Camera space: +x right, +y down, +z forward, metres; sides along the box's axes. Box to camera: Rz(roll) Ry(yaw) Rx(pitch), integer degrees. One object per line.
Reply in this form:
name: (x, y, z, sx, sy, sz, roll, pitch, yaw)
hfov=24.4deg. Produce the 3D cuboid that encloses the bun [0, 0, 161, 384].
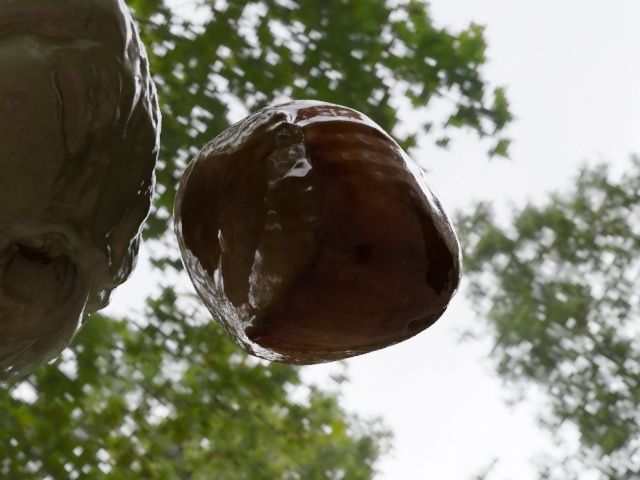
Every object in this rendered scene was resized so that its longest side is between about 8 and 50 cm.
bun: (-0.169, -0.032, 0.747, 0.244, 0.153, 0.243, -33, -37, -30)

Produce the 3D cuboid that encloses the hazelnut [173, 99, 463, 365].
hazelnut: (0.000, 0.000, 0.801, 0.150, 0.150, 0.150, -23, -51, -32)
